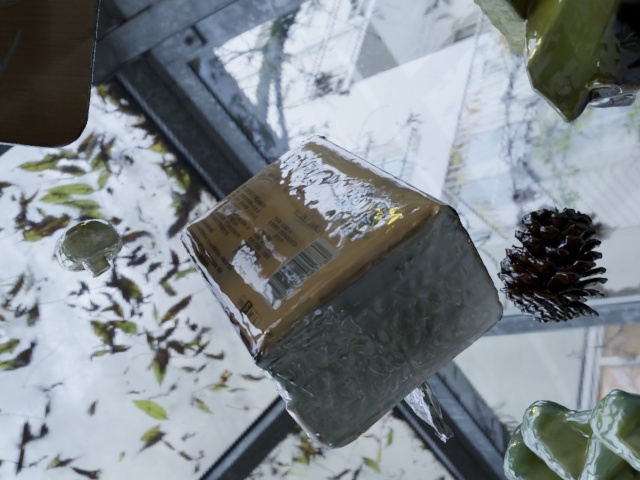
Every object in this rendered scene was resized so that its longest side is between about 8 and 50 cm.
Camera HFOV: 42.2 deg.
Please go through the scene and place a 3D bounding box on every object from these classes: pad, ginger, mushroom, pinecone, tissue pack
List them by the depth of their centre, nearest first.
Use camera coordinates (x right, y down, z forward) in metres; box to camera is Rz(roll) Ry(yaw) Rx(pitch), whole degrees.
[{"bbox_3d":[0.164,0.017,0.580,0.077,0.077,0.083,9,-87,-44],"label":"pinecone"},{"bbox_3d":[-0.360,-0.242,0.834,0.018,0.287,0.283,-13,-71,-83],"label":"pad"},{"bbox_3d":[0.023,0.057,0.843,0.239,0.305,0.238,-7,-69,-20],"label":"tissue pack"},{"bbox_3d":[0.295,-0.345,0.958,0.413,0.211,0.358,-59,-22,-52],"label":"ginger"},{"bbox_3d":[-0.286,0.010,1.031,0.084,0.083,0.067,-24,-101,-45],"label":"mushroom"}]

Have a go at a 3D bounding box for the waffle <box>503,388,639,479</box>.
[{"bbox_3d":[0.243,0.180,0.418,0.292,0.309,0.056,47,-116,-14],"label":"waffle"}]
